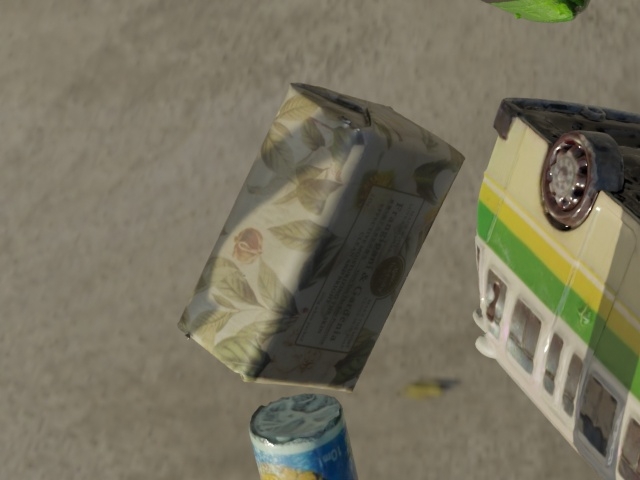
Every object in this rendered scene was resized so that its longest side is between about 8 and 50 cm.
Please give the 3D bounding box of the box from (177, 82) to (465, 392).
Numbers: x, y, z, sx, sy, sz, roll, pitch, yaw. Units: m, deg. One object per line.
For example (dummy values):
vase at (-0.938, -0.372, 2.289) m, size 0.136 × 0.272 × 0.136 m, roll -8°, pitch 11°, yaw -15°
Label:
box at (0.000, 0.000, 0.634) m, size 0.062 × 0.045 × 0.098 m, roll 9°, pitch 109°, yaw -48°

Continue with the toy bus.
toy bus at (0.204, 0.048, 1.093) m, size 0.143 × 0.305 × 0.179 m, roll 4°, pitch 116°, yaw -28°

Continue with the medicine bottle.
medicine bottle at (0.005, 0.171, 0.998) m, size 0.051 × 0.051 × 0.191 m, roll -8°, pitch 116°, yaw 12°

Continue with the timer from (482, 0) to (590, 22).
timer at (0.150, -0.219, 1.553) m, size 0.128 × 0.140 × 0.047 m, roll 24°, pitch 87°, yaw -19°
